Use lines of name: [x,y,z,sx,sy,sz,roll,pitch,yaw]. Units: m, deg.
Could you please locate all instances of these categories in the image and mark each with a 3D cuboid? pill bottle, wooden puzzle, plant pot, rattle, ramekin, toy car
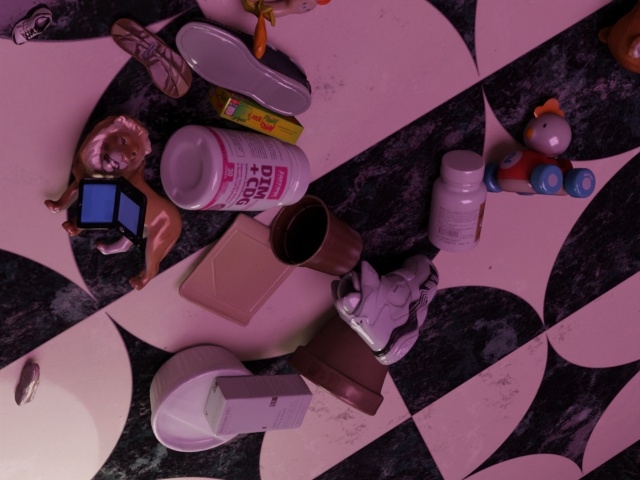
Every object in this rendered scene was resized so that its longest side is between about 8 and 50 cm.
pill bottle: [-0.160,-0.138,1.605,0.283,0.160,0.160,-2,126,-51]
wooden puzzle: [-0.182,0.069,1.871,0.221,0.044,0.238,31,101,-40]
pill bottle: [0.334,-0.097,1.966,0.131,0.131,0.229,-14,129,-19]
plant pot: [0.082,0.281,2.058,0.263,0.263,0.229,33,86,-41]
rattle: [-0.038,-0.418,1.505,0.200,0.142,0.130,-2,148,-36]
ramekin: [-0.291,0.377,1.979,0.273,0.127,0.272,-15,129,-19]
toy car: [0.531,-0.228,1.969,0.210,0.219,0.237,3,93,-30]
plant pot: [0.000,0.000,1.846,0.167,0.167,0.165,-50,140,12]

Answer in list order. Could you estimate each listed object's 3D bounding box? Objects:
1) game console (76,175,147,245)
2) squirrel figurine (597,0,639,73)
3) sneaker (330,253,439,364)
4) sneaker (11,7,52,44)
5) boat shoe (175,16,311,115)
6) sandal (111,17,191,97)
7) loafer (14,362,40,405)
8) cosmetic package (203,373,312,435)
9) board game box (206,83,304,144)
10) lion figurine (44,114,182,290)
game console: [-0.378,-0.050,1.465,0.071,0.107,0.122,-32,150,-43]
squirrel figurine: [0.782,-0.574,1.812,0.370,0.281,0.397,-40,119,18]
sneaker: [0.156,0.110,1.948,0.210,0.365,0.137,43,130,-13]
sneaker: [-0.492,-0.361,1.377,0.083,0.037,0.032,-42,134,7]
boat shoe: [-0.145,-0.343,1.550,0.114,0.091,0.303,-32,136,31]
sandal: [-0.307,-0.342,1.491,0.072,0.049,0.180,-43,118,11]
loafer: [-0.645,0.316,1.802,0.039,0.045,0.125,-4,134,-47]
cosmetic package: [-0.147,0.389,1.925,0.231,0.085,0.117,1,122,-32]
board game box: [-0.130,-0.256,1.617,0.181,0.092,0.043,17,115,-37]
lion figurine: [-0.375,-0.073,1.613,0.240,0.142,0.392,-42,147,-5]
